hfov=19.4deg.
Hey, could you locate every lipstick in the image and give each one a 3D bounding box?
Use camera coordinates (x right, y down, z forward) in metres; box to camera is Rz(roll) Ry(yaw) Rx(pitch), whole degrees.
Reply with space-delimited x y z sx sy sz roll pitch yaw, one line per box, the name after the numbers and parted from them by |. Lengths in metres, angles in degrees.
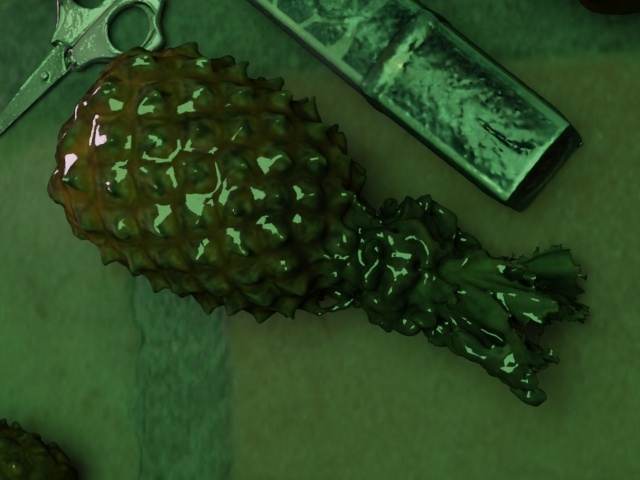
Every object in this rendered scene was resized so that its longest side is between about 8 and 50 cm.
0.043 -0.135 1.280 0.290 0.076 0.077 40 96 17 | lipstick

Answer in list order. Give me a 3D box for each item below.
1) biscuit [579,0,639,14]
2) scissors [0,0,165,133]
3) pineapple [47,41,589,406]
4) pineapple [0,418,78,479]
0.233 -0.301 1.238 0.326 0.107 0.325 -3 80 15 | biscuit
-0.195 -0.128 1.369 0.189 0.015 0.100 -45 74 7 | scissors
0.000 0.000 1.233 0.361 0.175 0.175 30 91 12 | pineapple
-0.291 0.157 1.318 0.237 0.111 0.119 21 56 24 | pineapple
